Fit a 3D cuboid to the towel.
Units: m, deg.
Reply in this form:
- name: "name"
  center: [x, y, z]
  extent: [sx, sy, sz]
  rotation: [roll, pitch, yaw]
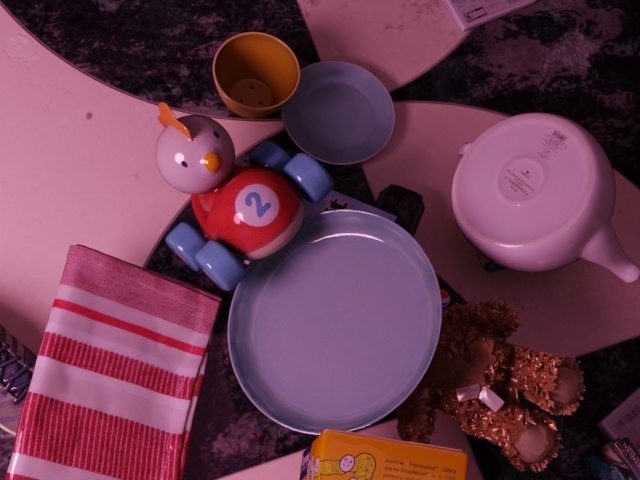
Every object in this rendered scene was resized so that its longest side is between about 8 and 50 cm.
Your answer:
- name: "towel"
  center: [-0.273, 0.192, 1.392]
  extent: [0.237, 0.037, 0.329]
  rotation: [22, 66, -26]

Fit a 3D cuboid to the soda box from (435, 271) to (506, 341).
- name: "soda box"
  center: [0.195, 0.115, 1.536]
  extent: [0.169, 0.060, 0.053]
  rotation: [45, 70, 7]

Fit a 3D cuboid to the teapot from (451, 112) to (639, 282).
- name: "teapot"
  center: [0.326, -0.057, 1.520]
  extent: [0.253, 0.187, 0.256]
  rotation: [-11, 65, 26]

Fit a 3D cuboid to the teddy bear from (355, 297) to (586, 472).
- name: "teddy bear"
  center: [0.201, 0.189, 1.437]
  extent: [0.338, 0.113, 0.245]
  rotation: [8, 84, 13]

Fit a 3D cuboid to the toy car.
- name: "toy car"
  center: [-0.149, -0.095, 1.431]
  extent: [0.219, 0.210, 0.238]
  rotation: [-46, 122, -12]

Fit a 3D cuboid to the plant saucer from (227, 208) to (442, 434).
- name: "plant saucer"
  center: [0.021, 0.113, 1.409]
  extent: [0.318, 0.044, 0.317]
  rotation: [-8, 69, 21]

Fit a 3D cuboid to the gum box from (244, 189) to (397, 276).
- name: "gum box"
  center: [0.000, 0.000, 1.530]
  extent: [0.184, 0.041, 0.157]
  rotation: [23, 67, 15]

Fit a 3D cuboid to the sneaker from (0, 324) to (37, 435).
- name: "sneaker"
  center: [-0.447, 0.164, 1.370]
  extent: [0.300, 0.121, 0.111]
  rotation: [36, 69, 2]

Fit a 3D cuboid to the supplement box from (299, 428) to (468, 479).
- name: "supplement box"
  center: [0.060, 0.447, 1.318]
  extent: [0.195, 0.194, 0.356]
  rotation: [10, 68, -6]

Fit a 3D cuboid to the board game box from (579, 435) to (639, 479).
- name: "board game box"
  center: [0.456, 0.373, 1.452]
  extent: [0.026, 0.126, 0.186]
  rotation: [-29, 77, -18]

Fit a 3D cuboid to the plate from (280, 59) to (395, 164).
- name: "plate"
  center: [0.027, -0.204, 1.644]
  extent: [0.188, 0.024, 0.188]
  rotation: [3, 70, -9]

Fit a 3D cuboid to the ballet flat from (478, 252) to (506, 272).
- name: "ballet flat"
  center: [0.329, 0.013, 1.602]
  extent: [0.168, 0.057, 0.052]
  rotation: [-5, 61, -12]

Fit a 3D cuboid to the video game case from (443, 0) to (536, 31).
- name: "video game case"
  center: [0.280, -0.451, 1.782]
  extent: [0.157, 0.019, 0.143]
  rotation: [-24, 76, -16]

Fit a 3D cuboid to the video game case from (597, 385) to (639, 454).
- name: "video game case"
  center: [0.544, 0.293, 1.554]
  extent: [0.190, 0.022, 0.173]
  rotation: [-35, 79, -20]

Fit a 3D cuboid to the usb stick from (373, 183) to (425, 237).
- name: "usb stick"
  center: [0.083, 0.041, 1.553]
  extent: [0.077, 0.045, 0.278]
  rotation: [22, 68, 6]

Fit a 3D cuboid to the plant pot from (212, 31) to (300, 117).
- name: "plant pot"
  center: [-0.105, -0.244, 1.596]
  extent: [0.134, 0.095, 0.134]
  rotation: [4, 69, -9]
